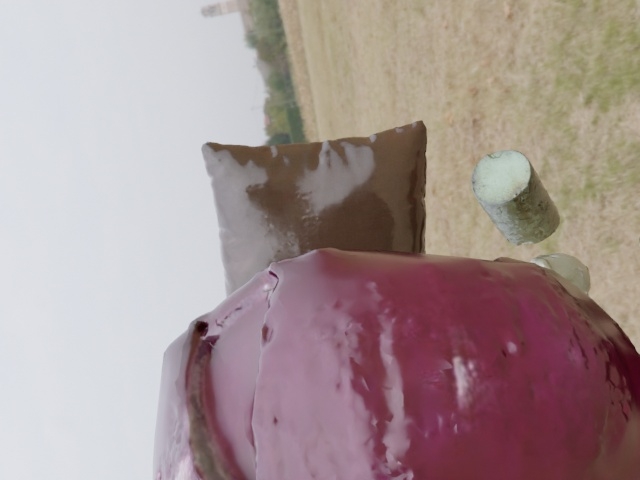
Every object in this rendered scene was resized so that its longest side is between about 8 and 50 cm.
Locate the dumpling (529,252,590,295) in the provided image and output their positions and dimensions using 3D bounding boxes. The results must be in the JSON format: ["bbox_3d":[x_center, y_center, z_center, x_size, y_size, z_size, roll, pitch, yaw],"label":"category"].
[{"bbox_3d":[0.532,0.084,1.355,0.118,0.136,0.199,-62,-4,19],"label":"dumpling"}]

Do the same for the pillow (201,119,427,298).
[{"bbox_3d":[0.000,0.000,0.836,0.108,0.308,0.305,-86,-9,-75],"label":"pillow"}]

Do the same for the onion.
[{"bbox_3d":[0.076,0.224,0.423,0.398,0.399,0.420,78,176,-46],"label":"onion"}]

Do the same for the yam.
[{"bbox_3d":[0.491,-0.096,1.500,0.268,0.161,0.161,42,-154,-44],"label":"yam"}]
